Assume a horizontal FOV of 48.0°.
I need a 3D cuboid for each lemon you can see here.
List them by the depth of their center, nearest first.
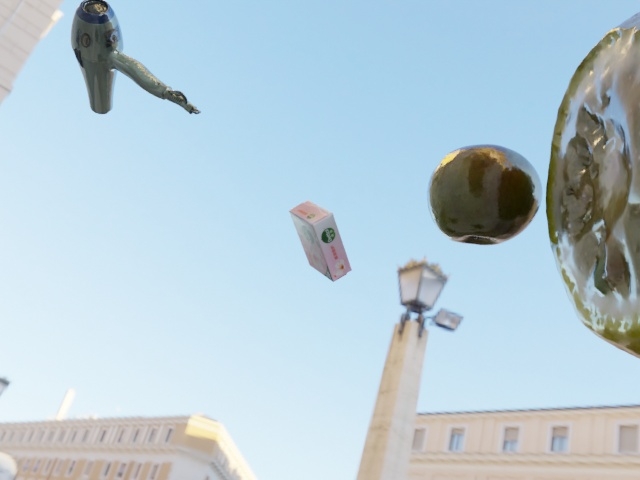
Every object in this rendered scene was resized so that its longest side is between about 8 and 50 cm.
[{"bbox_3d":[0.273,-0.034,0.438,0.219,0.240,0.240,-1,-28,-7],"label":"lemon"}]

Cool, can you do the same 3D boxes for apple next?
[{"bbox_3d":[0.130,-0.035,0.568,0.089,0.074,0.089,7,-11,1],"label":"apple"}]

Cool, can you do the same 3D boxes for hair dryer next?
[{"bbox_3d":[-0.239,-0.190,0.914,0.199,0.067,0.167,44,-32,1],"label":"hair dryer"}]

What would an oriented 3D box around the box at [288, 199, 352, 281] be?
[{"bbox_3d":[0.000,0.000,1.253,0.089,0.043,0.125,30,-34,55],"label":"box"}]
